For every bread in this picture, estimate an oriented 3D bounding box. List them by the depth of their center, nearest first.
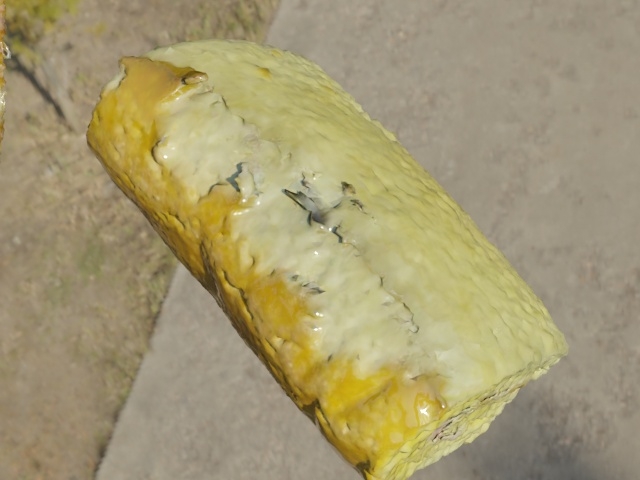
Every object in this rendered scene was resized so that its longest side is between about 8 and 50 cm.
[{"bbox_3d":[0.000,0.000,0.919,0.375,0.236,0.165,51,120,22],"label":"bread"}]

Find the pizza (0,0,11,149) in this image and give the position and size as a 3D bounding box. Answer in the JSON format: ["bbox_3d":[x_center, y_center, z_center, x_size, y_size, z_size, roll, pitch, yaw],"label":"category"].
[{"bbox_3d":[-0.354,-0.188,0.893,0.074,0.251,0.288,3,89,51],"label":"pizza"}]
